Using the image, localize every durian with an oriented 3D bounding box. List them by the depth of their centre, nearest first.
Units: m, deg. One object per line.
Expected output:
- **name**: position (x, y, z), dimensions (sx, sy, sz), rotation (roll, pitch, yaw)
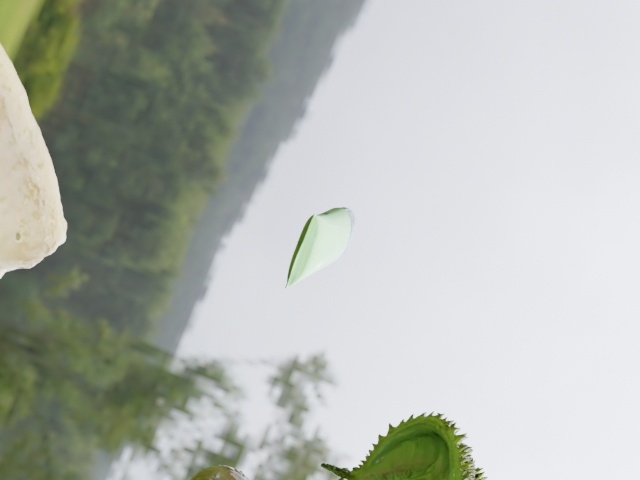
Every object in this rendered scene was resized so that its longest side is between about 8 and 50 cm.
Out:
- **durian**: position (0.089, 0.214, 1.755), dimensions (0.215, 0.100, 0.086), rotation (1, -69, 58)

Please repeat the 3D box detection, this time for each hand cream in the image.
- **hand cream**: position (0.000, 0.000, 2.242), dimensions (0.095, 0.046, 0.175), rotation (-68, 165, 15)

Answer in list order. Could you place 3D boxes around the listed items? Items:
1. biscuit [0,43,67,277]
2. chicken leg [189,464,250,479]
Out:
- **biscuit**: position (-0.461, -0.063, 1.724), dimensions (0.104, 0.429, 0.446), rotation (-120, -160, -53)
- **chicken leg**: position (-0.121, 0.281, 1.730), dimensions (0.069, 0.085, 0.198), rotation (-33, -173, 45)
